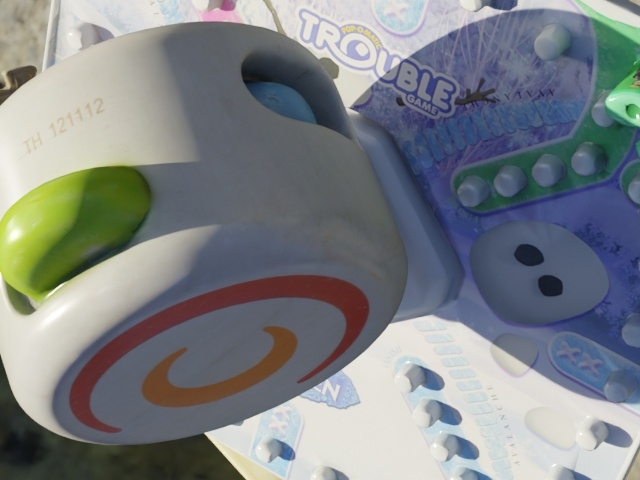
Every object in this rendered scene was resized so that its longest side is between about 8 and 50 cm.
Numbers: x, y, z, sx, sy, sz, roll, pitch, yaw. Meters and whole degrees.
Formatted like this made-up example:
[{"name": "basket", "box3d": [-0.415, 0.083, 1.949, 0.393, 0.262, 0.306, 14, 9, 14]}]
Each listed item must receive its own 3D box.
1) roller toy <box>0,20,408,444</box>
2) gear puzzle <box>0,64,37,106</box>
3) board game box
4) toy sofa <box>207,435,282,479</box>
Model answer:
[{"name": "roller toy", "box3d": [-0.068, -0.004, 0.824, 0.191, 0.146, 0.209, -13, 153, -18]}, {"name": "gear puzzle", "box3d": [-0.236, -0.033, 1.217, 0.339, 0.044, 0.175, -13, 109, -26]}, {"name": "board game box", "box3d": [0.000, 0.000, 0.921, 0.390, 0.050, 0.390, 29, 131, 16]}, {"name": "toy sofa", "box3d": [0.058, 0.157, 1.295, 0.177, 0.150, 0.362, -45, 138, -3]}]
